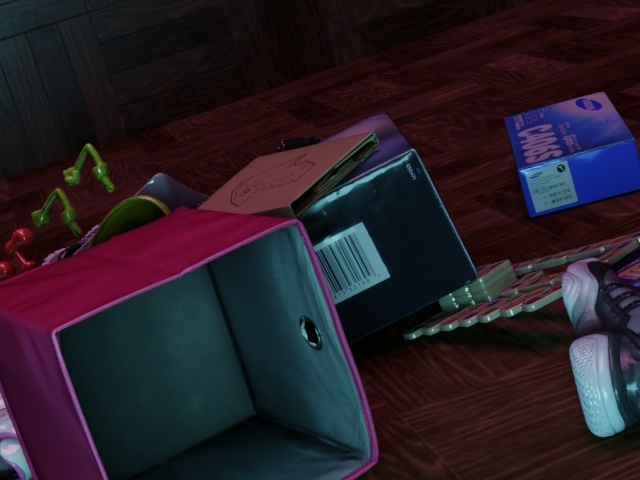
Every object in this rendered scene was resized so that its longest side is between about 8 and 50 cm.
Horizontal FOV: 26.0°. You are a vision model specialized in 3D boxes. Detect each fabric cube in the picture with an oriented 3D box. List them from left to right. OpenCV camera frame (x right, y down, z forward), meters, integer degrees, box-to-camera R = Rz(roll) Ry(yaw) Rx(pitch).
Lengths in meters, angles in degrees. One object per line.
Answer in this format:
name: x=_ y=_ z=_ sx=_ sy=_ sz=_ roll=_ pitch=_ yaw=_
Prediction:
fabric cube: x=-0.142 y=0.131 z=1.308 sx=0.259 sy=0.254 sz=0.258 roll=-25 pitch=15 yaw=-26

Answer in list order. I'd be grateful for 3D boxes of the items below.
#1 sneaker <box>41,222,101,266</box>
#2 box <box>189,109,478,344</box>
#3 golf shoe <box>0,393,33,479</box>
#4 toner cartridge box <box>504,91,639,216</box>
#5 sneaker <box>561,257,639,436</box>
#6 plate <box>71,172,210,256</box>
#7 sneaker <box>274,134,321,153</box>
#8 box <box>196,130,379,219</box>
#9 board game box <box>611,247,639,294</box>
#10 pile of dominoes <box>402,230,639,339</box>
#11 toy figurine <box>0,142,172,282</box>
sneaker: x=-0.382 y=0.020 z=2.332 sx=0.170 sy=0.063 sz=0.075 roll=-29 pitch=19 yaw=-24
box: x=0.000 y=0.000 z=1.677 sx=0.296 sy=0.183 sz=0.294 roll=-27 pitch=14 yaw=2
golf shoe: x=-0.276 y=0.204 z=1.502 sx=0.306 sy=0.115 sz=0.140 roll=-24 pitch=24 yaw=1
toner cartridge box: x=0.365 y=-0.133 z=2.034 sx=0.165 sy=0.075 sz=0.348 roll=-14 pitch=15 yaw=8
sneaker: x=0.309 y=0.085 z=1.284 sx=0.153 sy=0.101 sz=0.268 roll=-13 pitch=21 yaw=13
plate: x=-0.257 y=0.038 z=1.839 sx=0.278 sy=0.045 sz=0.277 roll=-44 pitch=-11 yaw=4
sneaker: x=0.016 y=-0.047 z=2.076 sx=0.097 sy=0.135 sz=0.276 roll=-11 pitch=34 yaw=-28
box: x=-0.050 y=-0.061 z=1.574 sx=0.201 sy=0.021 sz=0.164 roll=-8 pitch=26 yaw=46
board game box: x=0.372 y=0.042 z=1.455 sx=0.170 sy=0.048 sz=0.141 roll=-25 pitch=18 yaw=-27
pile of dominoes: x=0.220 y=0.038 z=1.548 sx=0.196 sy=0.040 sz=0.251 roll=-29 pitch=6 yaw=-37
toy figurine: x=-0.256 y=0.068 z=1.687 sx=0.362 sy=0.191 sz=0.217 roll=-53 pitch=-26 yaw=19
